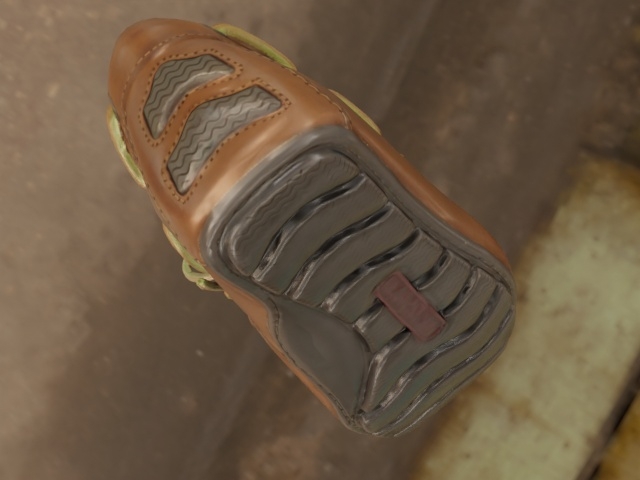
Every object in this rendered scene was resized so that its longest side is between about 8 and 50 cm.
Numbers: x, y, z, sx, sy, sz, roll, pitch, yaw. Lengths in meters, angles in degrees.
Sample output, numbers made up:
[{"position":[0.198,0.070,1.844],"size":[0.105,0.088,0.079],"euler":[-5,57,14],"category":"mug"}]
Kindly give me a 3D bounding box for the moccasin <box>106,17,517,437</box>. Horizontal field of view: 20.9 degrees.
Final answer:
[{"position":[-0.002,0.002,0.914],"size":[0.139,0.147,0.380],"euler":[-44,149,6],"category":"moccasin"}]
